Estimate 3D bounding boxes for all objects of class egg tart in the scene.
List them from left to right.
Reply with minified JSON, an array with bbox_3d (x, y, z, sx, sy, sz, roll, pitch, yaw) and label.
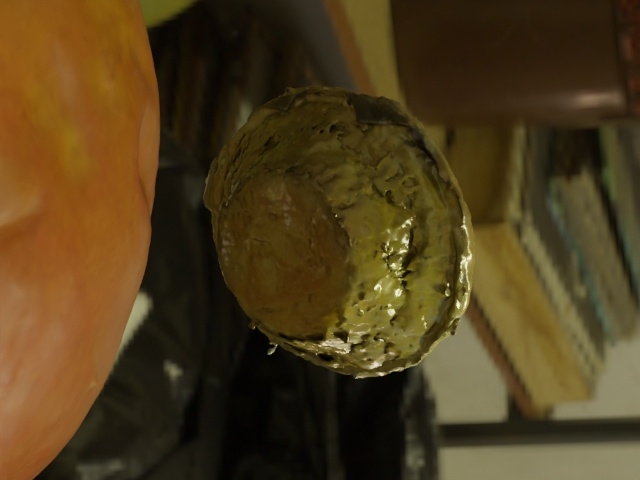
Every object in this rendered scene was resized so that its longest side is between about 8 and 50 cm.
[{"bbox_3d":[0.001,0.000,1.742,0.132,0.341,0.341,-22,108,-47],"label":"egg tart"}]

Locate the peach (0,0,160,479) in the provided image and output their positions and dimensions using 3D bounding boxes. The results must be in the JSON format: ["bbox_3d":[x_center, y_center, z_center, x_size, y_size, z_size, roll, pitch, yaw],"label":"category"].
[{"bbox_3d":[-0.232,-0.025,0.587,0.302,0.342,0.343,-59,141,-46],"label":"peach"}]
